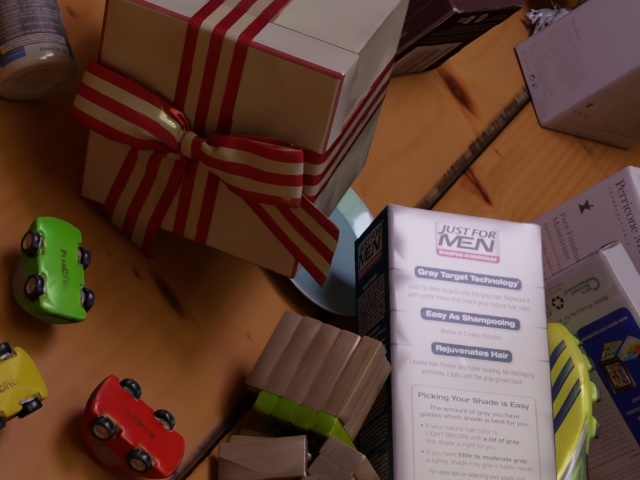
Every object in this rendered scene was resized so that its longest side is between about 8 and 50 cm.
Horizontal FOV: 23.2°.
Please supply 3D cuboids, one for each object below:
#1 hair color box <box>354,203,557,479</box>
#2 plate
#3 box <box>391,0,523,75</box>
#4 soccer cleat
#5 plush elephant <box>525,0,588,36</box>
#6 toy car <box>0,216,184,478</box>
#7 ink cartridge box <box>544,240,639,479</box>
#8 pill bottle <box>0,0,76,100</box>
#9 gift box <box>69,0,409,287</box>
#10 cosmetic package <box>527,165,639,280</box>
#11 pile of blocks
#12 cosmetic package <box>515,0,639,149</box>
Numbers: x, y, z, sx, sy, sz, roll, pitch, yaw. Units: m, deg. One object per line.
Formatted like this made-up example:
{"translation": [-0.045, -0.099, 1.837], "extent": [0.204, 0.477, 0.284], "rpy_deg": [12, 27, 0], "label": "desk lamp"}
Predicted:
{"translation": [0.132, 0.149, 1.551], "extent": [0.174, 0.105, 0.347], "rpy_deg": [8, 66, -17], "label": "hair color box"}
{"translation": [0.000, 0.000, 1.664], "extent": [0.188, 0.024, 0.188], "rpy_deg": [29, 45, -34], "label": "plate"}
{"translation": [0.103, -0.325, 1.895], "extent": [0.168, 0.167, 0.203], "rpy_deg": [-16, 77, -52], "label": "box"}
{"translation": [0.239, 0.218, 1.700], "extent": [0.121, 0.093, 0.289], "rpy_deg": [6, 62, -8], "label": "soccer cleat"}
{"translation": [0.372, -0.466, 2.255], "extent": [0.272, 0.330, 0.255], "rpy_deg": [28, 22, -52], "label": "plush elephant"}
{"translation": [-0.227, 0.087, 1.320], "extent": [0.239, 0.053, 0.225], "rpy_deg": [20, 50, -40], "label": "toy car"}
{"translation": [0.355, 0.202, 1.791], "extent": [0.069, 0.176, 0.371], "rpy_deg": [-18, 78, -53], "label": "ink cartridge box"}
{"translation": [-0.280, -0.207, 1.450], "extent": [0.078, 0.078, 0.137], "rpy_deg": [3, 63, -48], "label": "pill bottle"}
{"translation": [-0.067, -0.116, 1.454], "extent": [0.255, 0.276, 0.258], "rpy_deg": [17, 34, 13], "label": "gift box"}
{"translation": [0.376, 0.020, 1.941], "extent": [0.151, 0.183, 0.151], "rpy_deg": [8, 58, -46], "label": "cosmetic package"}
{"translation": [-0.009, 0.248, 1.422], "extent": [0.112, 0.149, 0.362], "rpy_deg": [62, 27, -56], "label": "pile of blocks"}
{"translation": [0.438, -0.247, 2.170], "extent": [0.224, 0.224, 0.138], "rpy_deg": [8, 58, -45], "label": "cosmetic package"}
